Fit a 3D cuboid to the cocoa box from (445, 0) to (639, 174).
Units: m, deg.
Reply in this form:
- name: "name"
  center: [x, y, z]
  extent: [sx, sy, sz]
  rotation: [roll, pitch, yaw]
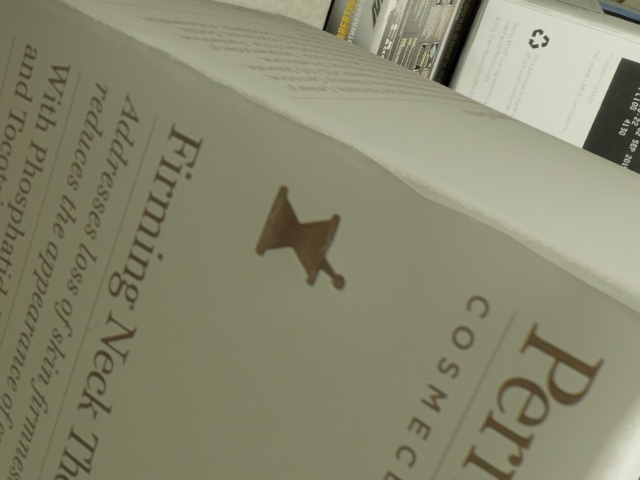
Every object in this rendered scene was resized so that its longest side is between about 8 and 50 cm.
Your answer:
- name: "cocoa box"
  center: [0.230, -0.088, 0.971]
  extent: [0.228, 0.232, 0.347]
  rotation: [-64, 173, -64]

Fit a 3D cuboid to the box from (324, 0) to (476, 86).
- name: "box"
  center: [0.084, -0.224, 0.812]
  extent: [0.183, 0.056, 0.231]
  rotation: [-24, 138, -55]

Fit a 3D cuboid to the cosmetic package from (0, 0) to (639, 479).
- name: "cosmetic package"
  center: [-0.005, 0.065, 0.549]
  extent: [0.327, 0.394, 0.329]
  rotation: [-11, 126, -60]
